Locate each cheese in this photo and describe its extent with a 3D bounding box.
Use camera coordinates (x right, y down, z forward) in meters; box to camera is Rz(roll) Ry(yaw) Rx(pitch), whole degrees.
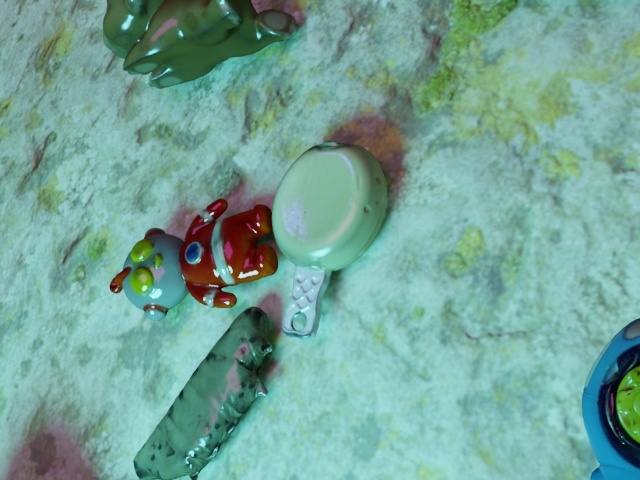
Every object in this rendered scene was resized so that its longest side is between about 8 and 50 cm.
[{"bbox_3d":[0.000,0.000,0.764,0.137,0.064,0.227,3,71,34],"label":"cheese"}]

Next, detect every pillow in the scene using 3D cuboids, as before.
[{"bbox_3d":[-0.122,0.190,0.765,0.093,0.051,0.241,38,91,39],"label":"pillow"}]

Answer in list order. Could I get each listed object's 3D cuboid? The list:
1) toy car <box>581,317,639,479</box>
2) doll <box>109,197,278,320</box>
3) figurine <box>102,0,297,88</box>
[{"bbox_3d":[0.271,0.202,0.478,0.166,0.198,0.314,-37,49,50],"label":"toy car"},{"bbox_3d":[-0.166,0.028,0.841,0.245,0.076,0.142,-14,64,19],"label":"doll"},{"bbox_3d":[-0.189,-0.325,0.930,0.247,0.177,0.172,-16,82,35],"label":"figurine"}]
